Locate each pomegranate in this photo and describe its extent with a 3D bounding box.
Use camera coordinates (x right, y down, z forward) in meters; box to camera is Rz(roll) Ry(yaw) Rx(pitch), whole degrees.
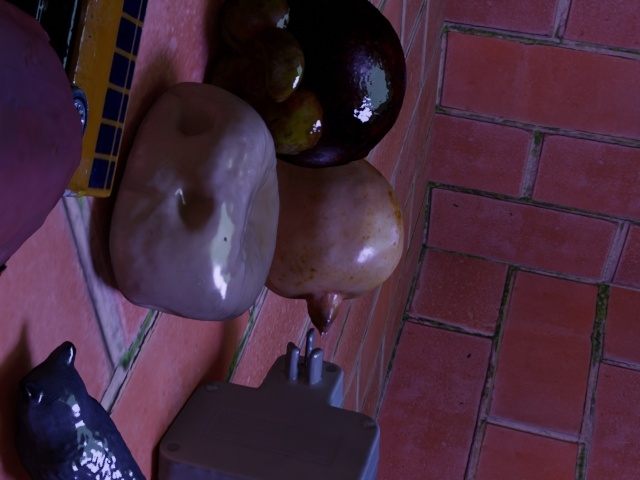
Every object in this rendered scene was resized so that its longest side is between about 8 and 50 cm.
[{"bbox_3d":[0.001,-0.017,1.246,0.207,0.207,0.207,11,90,-79],"label":"pomegranate"}]

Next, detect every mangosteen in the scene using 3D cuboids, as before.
[{"bbox_3d":[-0.010,-0.170,1.055,0.210,0.210,0.209,11,90,-79],"label":"mangosteen"}]

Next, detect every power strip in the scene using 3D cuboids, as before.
[{"bbox_3d":[-0.042,0.215,1.182,0.261,0.230,0.141,-56,154,-62],"label":"power strip"}]

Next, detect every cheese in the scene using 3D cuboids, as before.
[{"bbox_3d":[-0.106,-0.030,0.912,0.235,0.117,0.218,-60,157,-68],"label":"cheese"}]

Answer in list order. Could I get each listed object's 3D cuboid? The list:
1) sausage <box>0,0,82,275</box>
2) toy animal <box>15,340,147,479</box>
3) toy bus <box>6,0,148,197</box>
[{"bbox_3d":[-0.189,-0.046,0.381,0.280,0.152,0.152,-6,108,-79],"label":"sausage"},{"bbox_3d":[-0.177,0.179,0.769,0.121,0.117,0.210,-59,160,-43],"label":"toy animal"},{"bbox_3d":[-0.157,-0.129,0.586,0.114,0.098,0.201,-1,103,-80],"label":"toy bus"}]
